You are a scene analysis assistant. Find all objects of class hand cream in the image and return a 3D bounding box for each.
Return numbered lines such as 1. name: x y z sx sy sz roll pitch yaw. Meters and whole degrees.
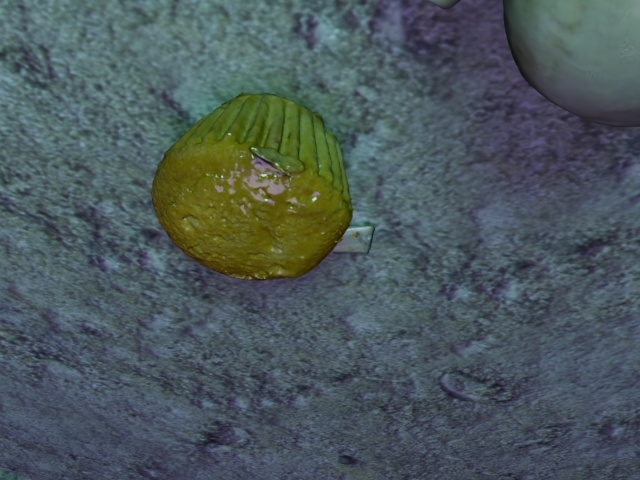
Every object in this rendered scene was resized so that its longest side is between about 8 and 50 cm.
1. hand cream: 0.000 0.000 0.958 0.144 0.039 0.061 2 140 -4

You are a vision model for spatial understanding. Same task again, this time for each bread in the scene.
1. bread: -0.078 -0.052 0.813 0.240 0.139 0.239 3 142 3

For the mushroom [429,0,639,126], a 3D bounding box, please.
1. mushroom: 0.187 -0.231 0.474 0.290 0.297 0.297 17 148 25
